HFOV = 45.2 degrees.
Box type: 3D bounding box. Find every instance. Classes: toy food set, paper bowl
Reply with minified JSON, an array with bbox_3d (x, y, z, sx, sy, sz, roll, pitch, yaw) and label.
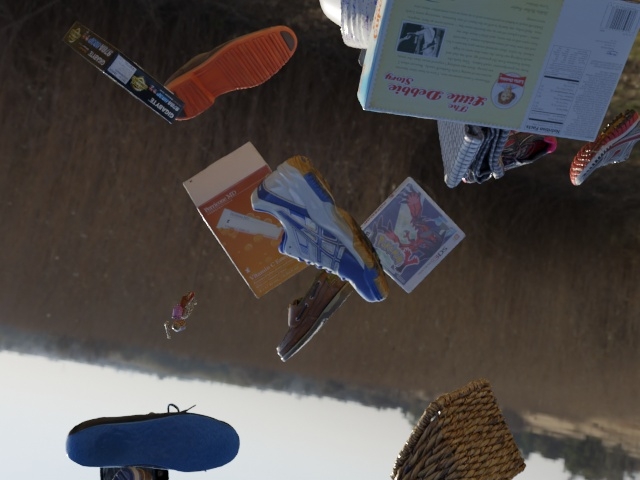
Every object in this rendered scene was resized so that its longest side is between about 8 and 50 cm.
[{"bbox_3d":[-0.300,0.156,1.683,0.019,0.122,0.077,13,136,15],"label":"toy food set"},{"bbox_3d":[0.090,-0.481,1.351,0.148,0.284,0.284,13,171,11],"label":"paper bowl"}]

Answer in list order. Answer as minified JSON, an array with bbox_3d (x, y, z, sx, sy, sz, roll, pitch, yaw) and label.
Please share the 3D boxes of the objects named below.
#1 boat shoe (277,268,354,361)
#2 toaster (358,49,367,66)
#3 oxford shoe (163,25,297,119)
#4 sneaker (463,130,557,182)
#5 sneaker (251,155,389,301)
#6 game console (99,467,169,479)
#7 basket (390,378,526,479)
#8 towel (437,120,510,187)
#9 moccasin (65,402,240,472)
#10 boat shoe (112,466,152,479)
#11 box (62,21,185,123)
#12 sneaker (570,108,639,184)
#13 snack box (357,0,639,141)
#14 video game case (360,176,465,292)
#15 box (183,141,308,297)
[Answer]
[{"bbox_3d":[-0.034,0.195,2.069,0.104,0.307,0.111,42,-157,5],"label":"boat shoe"},{"bbox_3d":[0.184,-0.453,1.747,0.186,0.168,0.110,27,-157,0],"label":"toaster"},{"bbox_3d":[-0.230,-0.432,1.860,0.364,0.132,0.130,-24,133,8],"label":"oxford shoe"},{"bbox_3d":[0.552,-0.259,2.281,0.299,0.112,0.120,-28,128,2],"label":"sneaker"},{"bbox_3d":[0.000,0.000,1.325,0.296,0.131,0.112,53,-170,-12],"label":"sneaker"},{"bbox_3d":[-0.414,0.600,1.714,0.213,0.361,0.044,-22,156,37],"label":"game console"},{"bbox_3d":[0.264,0.445,1.637,0.214,0.223,0.299,-29,167,31],"label":"basket"},{"bbox_3d":[0.316,-0.277,1.561,0.121,0.283,0.235,-3,157,-2],"label":"towel"},{"bbox_3d":[-0.334,0.386,1.550,0.342,0.137,0.117,12,177,-23],"label":"moccasin"},{"bbox_3d":[-0.359,0.484,1.364,0.066,0.183,0.066,26,-167,-50],"label":"boat shoe"},{"bbox_3d":[-0.377,-0.323,1.471,0.220,0.051,0.175,37,180,43],"label":"box"},{"bbox_3d":[0.718,-0.216,1.912,0.093,0.225,0.088,41,-160,-13],"label":"sneaker"},{"bbox_3d":[0.223,-0.238,0.970,0.322,0.187,0.060,6,-149,-10],"label":"snack box"},{"bbox_3d":[0.193,-0.009,1.676,0.201,0.183,0.023,42,-177,-26],"label":"video game case"},{"bbox_3d":[-0.181,-0.053,2.083,0.345,0.215,0.168,60,175,-35],"label":"box"}]
